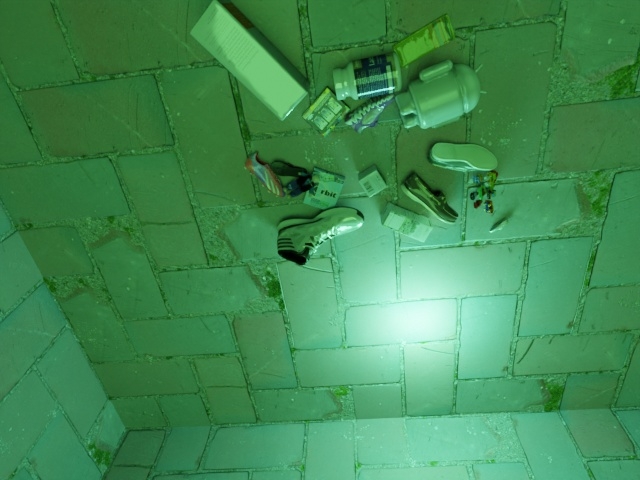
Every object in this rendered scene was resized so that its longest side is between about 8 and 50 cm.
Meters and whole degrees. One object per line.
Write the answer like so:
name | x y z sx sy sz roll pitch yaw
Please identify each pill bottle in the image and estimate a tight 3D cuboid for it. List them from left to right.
pill bottle | 0.189 -0.660 1.697 0.264 0.153 0.153 -10 119 8

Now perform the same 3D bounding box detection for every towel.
towel | 0.416 -0.801 1.681 0.237 0.021 0.102 -25 115 16

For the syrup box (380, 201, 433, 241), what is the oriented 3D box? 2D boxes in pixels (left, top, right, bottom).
syrup box | 0.422 -0.090 2.045 0.236 0.096 0.093 21 121 -9

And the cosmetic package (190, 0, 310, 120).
cosmetic package | -0.258 -0.712 1.647 0.453 0.230 0.161 41 113 -20

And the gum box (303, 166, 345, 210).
gum box | 0.016 -0.244 2.009 0.156 0.041 0.184 17 119 -7

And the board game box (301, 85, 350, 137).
board game box | 0.024 -0.560 1.824 0.141 0.048 0.170 40 115 -16

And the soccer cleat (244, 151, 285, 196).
soccer cleat | -0.247 -0.305 1.968 0.248 0.083 0.095 42 109 -16

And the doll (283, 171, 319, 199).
doll | -0.080 -0.258 1.966 0.189 0.046 0.129 -25 100 28

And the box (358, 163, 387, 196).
box | 0.242 -0.280 1.950 0.102 0.087 0.101 -30 114 18

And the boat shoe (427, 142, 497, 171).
boat shoe | 0.640 -0.369 1.894 0.319 0.116 0.099 7 163 -9

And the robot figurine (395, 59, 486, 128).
robot figurine | 0.490 -0.586 1.697 0.353 0.200 0.300 -19 145 14

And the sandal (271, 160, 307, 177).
sandal | -0.150 -0.335 1.972 0.179 0.040 0.067 10 126 -20

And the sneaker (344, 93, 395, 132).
sneaker | 0.224 -0.549 1.802 0.236 0.095 0.104 -29 121 23

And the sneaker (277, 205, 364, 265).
sneaker | 0.000 0.001 2.008 0.447 0.258 0.169 -12 137 13

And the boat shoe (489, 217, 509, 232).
boat shoe | 0.889 -0.068 2.071 0.100 0.035 0.035 -41 108 16

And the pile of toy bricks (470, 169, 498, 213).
pile of toy bricks | 0.778 -0.241 1.946 0.105 0.118 0.212 -35 126 -22

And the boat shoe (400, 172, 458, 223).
boat shoe | 0.534 -0.197 1.971 0.324 0.117 0.097 34 119 -9
